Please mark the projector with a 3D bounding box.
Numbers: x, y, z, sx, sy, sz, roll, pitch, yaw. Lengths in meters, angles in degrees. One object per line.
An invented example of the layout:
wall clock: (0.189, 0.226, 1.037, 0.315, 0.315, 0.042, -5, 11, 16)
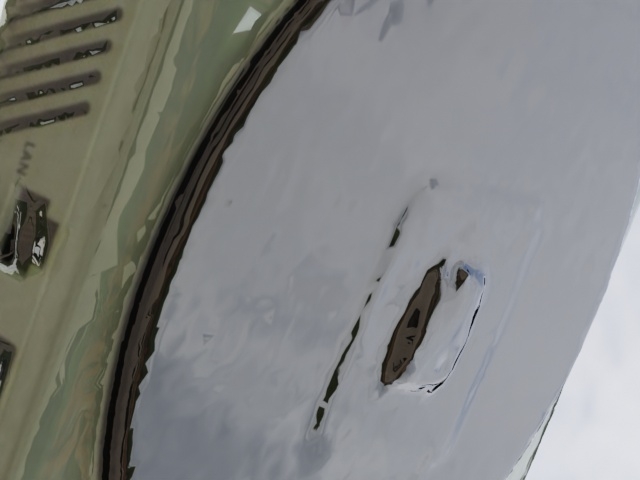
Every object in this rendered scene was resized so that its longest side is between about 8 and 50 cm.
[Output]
projector: (0.000, 0.000, 0.442, 0.079, 0.259, 0.257, 26, -79, 30)
